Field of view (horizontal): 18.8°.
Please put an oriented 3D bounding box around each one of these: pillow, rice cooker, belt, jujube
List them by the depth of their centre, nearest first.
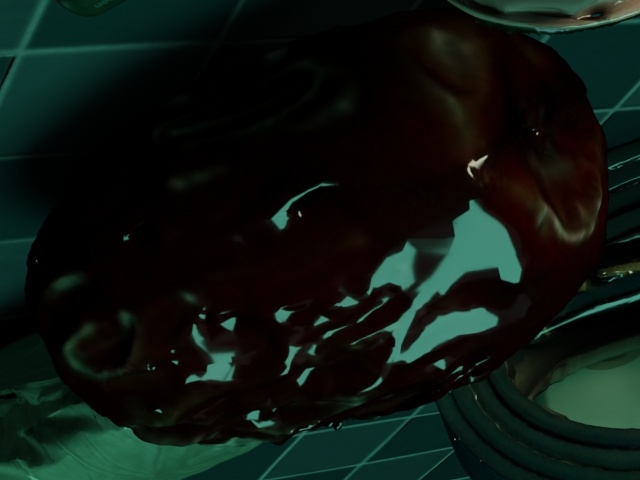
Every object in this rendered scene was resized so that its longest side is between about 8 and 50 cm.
[{"bbox_3d":[0.000,0.000,1.209,0.377,0.258,0.258,-29,156,12],"label":"jujube"},{"bbox_3d":[-0.150,0.129,1.511,0.310,0.138,0.283,-27,165,23],"label":"pillow"},{"bbox_3d":[0.302,0.076,1.519,0.437,0.300,0.173,-21,158,5],"label":"belt"},{"bbox_3d":[0.244,0.122,1.728,0.145,0.206,0.127,-13,173,-14],"label":"rice cooker"}]

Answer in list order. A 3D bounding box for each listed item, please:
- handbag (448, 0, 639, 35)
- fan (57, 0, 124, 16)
[{"bbox_3d":[0.120,-0.192,0.924,0.205,0.179,0.116,-27,150,0],"label":"handbag"},{"bbox_3d":[-0.076,-0.164,1.009,0.155,0.039,0.082,-26,157,21],"label":"fan"}]
